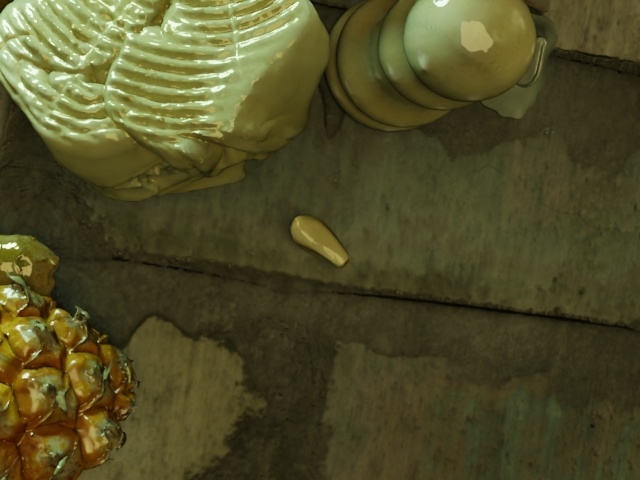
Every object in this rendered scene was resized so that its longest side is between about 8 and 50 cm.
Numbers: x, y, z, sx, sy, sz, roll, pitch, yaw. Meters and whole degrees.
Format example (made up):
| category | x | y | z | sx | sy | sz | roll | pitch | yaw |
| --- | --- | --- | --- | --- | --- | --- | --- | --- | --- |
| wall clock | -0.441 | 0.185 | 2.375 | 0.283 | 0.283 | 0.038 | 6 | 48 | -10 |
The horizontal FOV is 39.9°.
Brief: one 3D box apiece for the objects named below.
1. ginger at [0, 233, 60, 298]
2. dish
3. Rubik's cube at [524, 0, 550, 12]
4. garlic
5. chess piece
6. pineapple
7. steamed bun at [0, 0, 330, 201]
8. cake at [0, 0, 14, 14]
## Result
| category | x | y | z | sx | sy | sz | roll | pitch | yaw |
| --- | --- | --- | --- | --- | --- | --- | --- | --- | --- |
| ginger | -0.419 | -0.006 | 0.928 | 0.299 | 0.065 | 0.118 | 32 | 95 | -13 |
| dish | 0.251 | -0.219 | 1.082 | 0.091 | 0.039 | 0.137 | 33 | 88 | -14 |
| Rubik's cube | 0.134 | -0.438 | 0.871 | 0.358 | 0.368 | 0.387 | 6 | 55 | -49 |
| garlic | 0.000 | 0.000 | 1.034 | 0.083 | 0.053 | 0.041 | 39 | 87 | -5 |
| chess piece | 0.117 | -0.202 | 0.919 | 0.167 | 0.299 | 0.167 | -1 | 94 | -14 |
| pineapple | -0.379 | 0.163 | 0.844 | 0.344 | 0.209 | 0.286 | -33 | 115 | -1 |
| steamed bun | -0.152 | -0.168 | 0.912 | 0.289 | 0.203 | 0.276 | -37 | 77 | -8 |
| cake | -0.387 | -0.197 | 0.934 | 0.080 | 0.116 | 0.185 | 17 | 123 | -10 |
